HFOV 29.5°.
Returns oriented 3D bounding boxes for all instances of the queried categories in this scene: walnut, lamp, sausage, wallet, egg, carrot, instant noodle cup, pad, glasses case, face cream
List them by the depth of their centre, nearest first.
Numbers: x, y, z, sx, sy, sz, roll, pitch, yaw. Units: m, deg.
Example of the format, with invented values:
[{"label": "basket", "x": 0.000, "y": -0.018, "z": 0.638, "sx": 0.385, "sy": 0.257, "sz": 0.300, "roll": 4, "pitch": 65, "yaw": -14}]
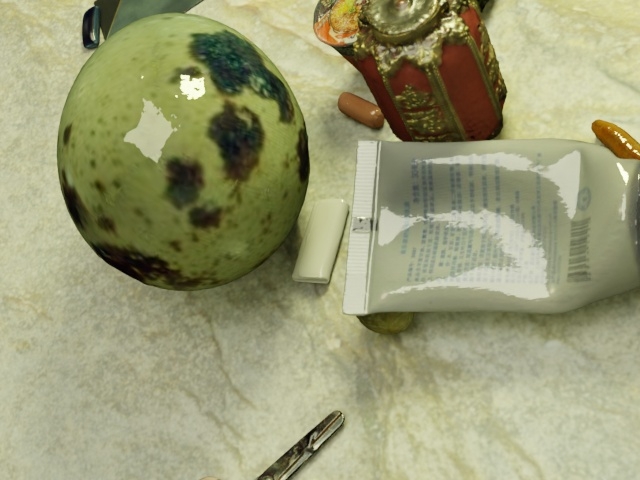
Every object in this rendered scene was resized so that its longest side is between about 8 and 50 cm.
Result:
[{"label": "face cream", "x": 0.231, "y": -0.020, "z": 1.480, "sx": 0.420, "sy": 0.137, "sz": 0.235, "roll": 0, "pitch": 77, "yaw": 21}, {"label": "carrot", "x": 0.415, "y": -0.081, "z": 1.495, "sx": 0.043, "sy": 0.043, "sz": 0.248, "roll": -42, "pitch": 50, "yaw": 3}, {"label": "walnut", "x": 0.083, "y": 0.079, "z": 1.573, "sx": 0.092, "sy": 0.092, "sz": 0.092, "roll": -14, "pitch": 58, "yaw": 23}, {"label": "lamp", "x": 0.145, "y": -0.219, "z": 1.577, "sx": 0.177, "sy": 0.274, "sz": 0.177, "roll": -11, "pitch": 54, "yaw": 15}, {"label": "egg", "x": -0.188, "y": -0.129, "z": 1.680, "sx": 0.345, "sy": 0.345, "sz": 0.428, "roll": -27, "pitch": 42, "yaw": 15}, {"label": "wallet", "x": 0.000, "y": 0.000, "z": 1.700, "sx": 0.061, "sy": 0.025, "sz": 0.122, "roll": 0, "pitch": 65, "yaw": 37}, {"label": "instant noodle cup", "x": 0.073, "y": -0.296, "z": 1.749, "sx": 0.127, "sy": 0.135, "sz": 0.127, "roll": -14, "pitch": 58, "yaw": 24}, {"label": "sausage", "x": 0.059, "y": -0.190, "z": 1.763, "sx": 0.083, "sy": 0.034, "sz": 0.034, "roll": 32, "pitch": 83, "yaw": 37}, {"label": "pad", "x": -0.284, "y": -0.428, "z": 2.111, "sx": 0.243, "sy": 0.004, "sz": 0.164, "roll": -31, "pitch": 53, "yaw": 11}, {"label": "glasses case", "x": -0.405, "y": -0.375, "z": 2.136, "sx": 0.033, "sy": 0.023, "sz": 0.083, "roll": -20, "pitch": 57, "yaw": 27}]

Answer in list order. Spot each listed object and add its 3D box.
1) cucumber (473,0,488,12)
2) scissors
[{"label": "cucumber", "x": 0.254, "y": -0.461, "z": 1.781, "sx": 0.067, "sy": 0.067, "sz": 0.294, "roll": 8, "pitch": 67, "yaw": 33}, {"label": "scissors", "x": -0.089, "y": 0.330, "z": 1.568, "sx": 0.317, "sy": 0.024, "sz": 0.160, "roll": -44, "pitch": 51, "yaw": 2}]
